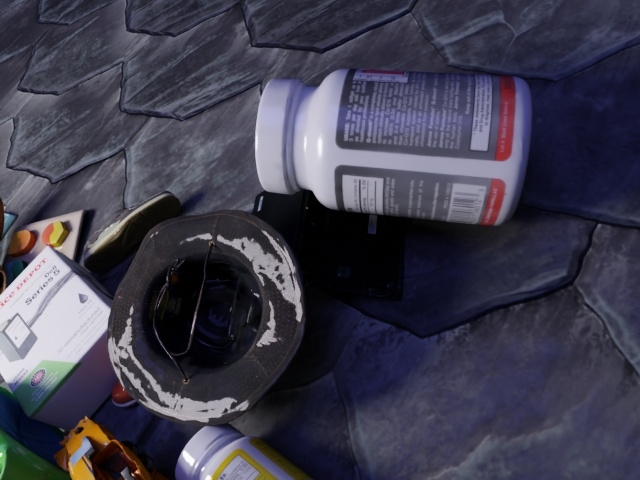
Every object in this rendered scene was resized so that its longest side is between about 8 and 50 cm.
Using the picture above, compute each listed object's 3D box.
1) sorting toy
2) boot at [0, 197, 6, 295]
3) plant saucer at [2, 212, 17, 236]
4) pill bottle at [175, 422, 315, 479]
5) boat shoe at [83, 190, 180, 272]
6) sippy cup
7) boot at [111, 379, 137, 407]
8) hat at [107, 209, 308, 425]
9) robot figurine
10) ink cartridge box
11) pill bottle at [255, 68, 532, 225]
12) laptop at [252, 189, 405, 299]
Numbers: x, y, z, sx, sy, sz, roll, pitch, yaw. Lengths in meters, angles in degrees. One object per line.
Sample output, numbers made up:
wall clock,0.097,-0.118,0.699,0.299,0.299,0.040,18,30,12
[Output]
sorting toy,-0.602,0.030,1.125,0.192,0.038,0.208,-12,55,16
boot,-0.696,0.035,1.072,0.220,0.109,0.284,13,79,45
plant saucer,-0.784,0.014,1.228,0.067,0.018,0.192,11,63,28
pill bottle,-0.078,0.323,0.660,0.208,0.119,0.119,24,71,34
boat shoe,-0.381,-0.030,1.043,0.223,0.080,0.073,-40,57,1
sippy cup,-0.493,0.348,0.735,0.240,0.305,0.224,37,70,8
boot,-0.292,0.198,0.856,0.059,0.085,0.158,35,79,34
hat,-0.148,0.115,0.783,0.331,0.134,0.332,-8,71,23
robot figurine,-0.215,0.345,0.659,0.291,0.211,0.085,23,60,44
ink cartridge box,-0.454,0.163,0.927,0.272,0.115,0.198,30,74,35
pill bottle,0.101,-0.141,0.777,0.362,0.210,0.210,7,61,10
laptop,0.000,0.000,0.901,0.264,0.137,0.234,8,60,-2
